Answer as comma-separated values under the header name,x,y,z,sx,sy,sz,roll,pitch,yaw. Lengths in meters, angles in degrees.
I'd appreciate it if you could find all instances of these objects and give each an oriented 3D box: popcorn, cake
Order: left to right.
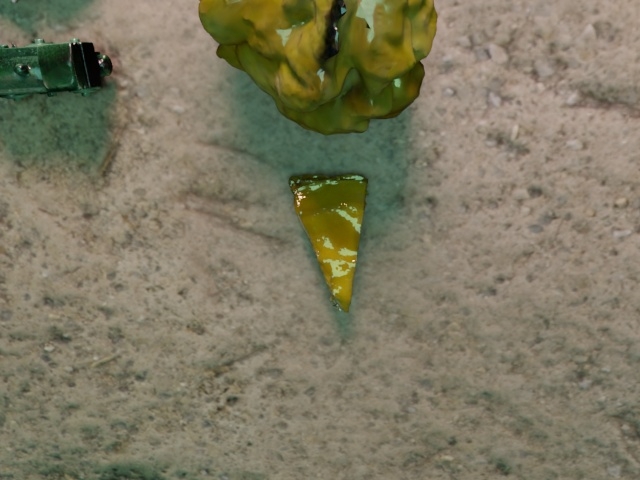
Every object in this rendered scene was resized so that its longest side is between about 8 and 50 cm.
name,x,y,z,sx,sy,sz,roll,pitch,yaw
popcorn,-0.004,-0.249,0.563,0.252,0.215,0.286,3,113,37
cake,0.000,0.002,0.727,0.116,0.080,0.185,12,116,-4

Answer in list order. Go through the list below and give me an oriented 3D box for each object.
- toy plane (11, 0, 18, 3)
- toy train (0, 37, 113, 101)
name,x,y,z,sx,sy,sz,roll,pitch,yaw
toy plane,-0.421,-0.318,0.632,0.174,0.080,0.174,1,109,3
toy train,-0.338,-0.201,0.655,0.170,0.111,0.071,-3,108,4
